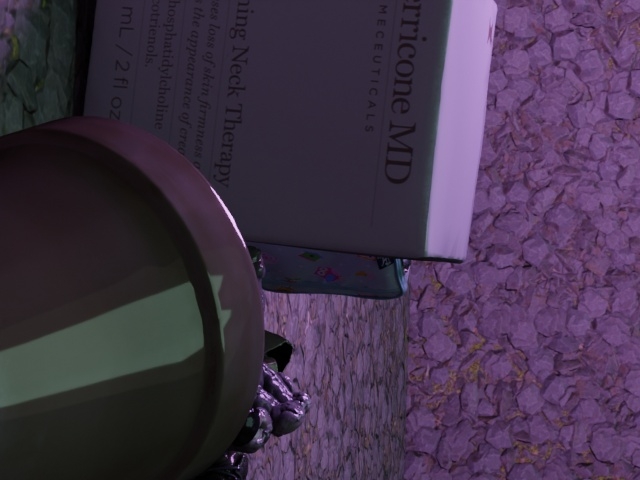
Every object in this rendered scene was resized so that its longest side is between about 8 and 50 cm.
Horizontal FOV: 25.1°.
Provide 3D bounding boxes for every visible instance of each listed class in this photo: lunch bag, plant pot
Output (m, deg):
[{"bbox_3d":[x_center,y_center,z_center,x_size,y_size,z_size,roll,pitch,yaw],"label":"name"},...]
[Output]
[{"bbox_3d":[0.000,0.000,2.049,0.224,0.279,0.108,74,26,-57],"label":"lunch bag"},{"bbox_3d":[-0.250,0.085,1.092,0.280,0.323,0.323,-23,115,-56],"label":"plant pot"}]

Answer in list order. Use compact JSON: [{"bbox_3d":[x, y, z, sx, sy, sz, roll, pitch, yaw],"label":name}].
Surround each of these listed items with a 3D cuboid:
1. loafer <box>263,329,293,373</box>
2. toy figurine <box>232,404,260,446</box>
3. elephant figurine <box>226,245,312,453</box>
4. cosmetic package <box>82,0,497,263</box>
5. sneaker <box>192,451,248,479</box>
[{"bbox_3d":[-0.099,0.199,2.065,0.251,0.087,0.094,-66,154,-57],"label":"loafer"},{"bbox_3d":[-0.161,0.158,1.684,0.209,0.148,0.213,-9,101,-76],"label":"toy figurine"},{"bbox_3d":[-0.126,0.146,1.852,0.239,0.186,0.169,62,-16,-11],"label":"elephant figurine"},{"bbox_3d":[-0.026,-0.157,1.638,0.327,0.394,0.329,7,89,-76],"label":"cosmetic package"},{"bbox_3d":[-0.148,0.343,1.895,0.227,0.087,0.130,-17,106,-79],"label":"sneaker"}]
